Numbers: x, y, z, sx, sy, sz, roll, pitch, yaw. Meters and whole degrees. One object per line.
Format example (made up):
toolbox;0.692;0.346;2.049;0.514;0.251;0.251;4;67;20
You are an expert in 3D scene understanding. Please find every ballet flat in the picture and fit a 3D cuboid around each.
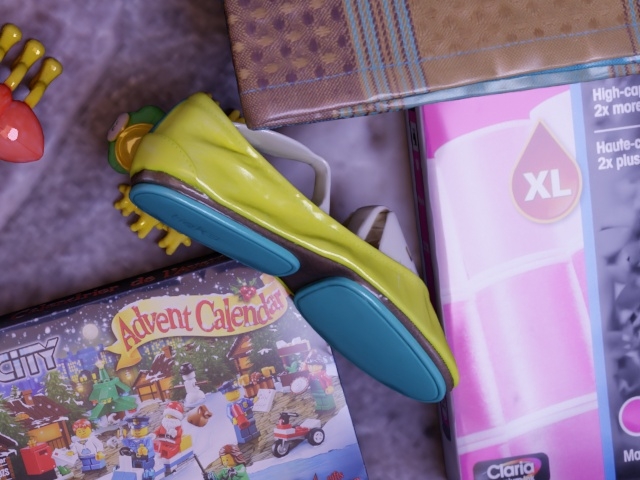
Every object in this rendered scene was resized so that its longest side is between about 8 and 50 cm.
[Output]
ballet flat;0.000;0.000;0.937;0.231;0.077;0.077;36;63;-23

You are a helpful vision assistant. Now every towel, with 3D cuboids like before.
towel;0.114;-0.216;0.928;0.370;0.040;0.271;-11;86;-10

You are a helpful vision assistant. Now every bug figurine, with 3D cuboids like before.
bug figurine;-0.094;-0.124;0.948;0.216;0.072;0.279;35;94;-11

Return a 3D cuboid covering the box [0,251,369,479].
box;-0.103;0.104;0.998;0.233;0.044;0.159;-17;101;-3

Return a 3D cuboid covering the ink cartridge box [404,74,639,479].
ink cartridge box;0.143;-0.038;0.996;0.176;0.069;0.371;-8;98;-5
